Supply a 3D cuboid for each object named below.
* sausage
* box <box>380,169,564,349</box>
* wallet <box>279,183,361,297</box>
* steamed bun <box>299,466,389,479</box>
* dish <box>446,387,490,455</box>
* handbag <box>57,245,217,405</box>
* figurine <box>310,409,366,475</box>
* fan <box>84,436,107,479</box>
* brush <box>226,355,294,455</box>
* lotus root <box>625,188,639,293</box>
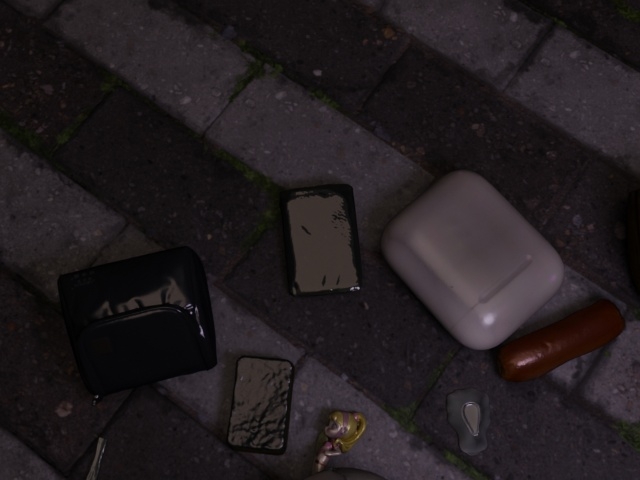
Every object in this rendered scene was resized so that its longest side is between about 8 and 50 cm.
[{"bbox_3d":[0.505,0.210,1.766,0.300,0.083,0.089,-24,62,-8],"label":"sausage"},{"bbox_3d":[0.319,0.036,1.792,0.288,0.141,0.349,-39,76,-12],"label":"box"},{"bbox_3d":[0.000,0.000,1.856,0.168,0.052,0.245,-5,77,-1],"label":"wallet"},{"bbox_3d":[0.072,0.586,1.569,0.309,0.309,0.309,0,73,0],"label":"steamed bun"},{"bbox_3d":[0.310,0.370,1.740,0.091,0.039,0.137,-4,71,-1],"label":"dish"},{"bbox_3d":[-0.374,0.172,1.735,0.302,0.178,0.275,-12,73,-4],"label":"handbag"},{"bbox_3d":[0.025,0.424,1.713,0.083,0.083,0.187,26,68,8],"label":"figurine"},{"bbox_3d":[-0.481,0.565,1.701,0.229,0.011,0.335,13,75,4],"label":"fan"},{"bbox_3d":[-0.123,0.337,1.743,0.123,0.059,0.197,4,73,3],"label":"brush"},{"bbox_3d":[0.780,0.011,1.726,0.316,0.316,0.250,4,84,2],"label":"lotus root"}]
